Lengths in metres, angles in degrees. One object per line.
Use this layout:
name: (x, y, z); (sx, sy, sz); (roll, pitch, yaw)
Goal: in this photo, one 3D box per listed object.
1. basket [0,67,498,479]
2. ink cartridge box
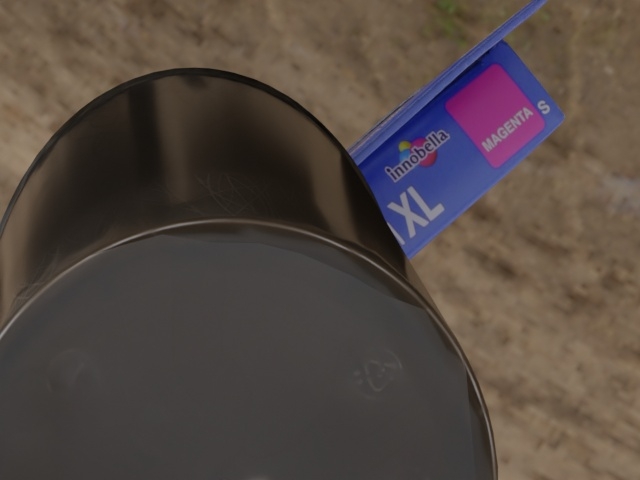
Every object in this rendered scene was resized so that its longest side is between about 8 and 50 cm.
basket: (-0.033, 0.051, 0.498); (0.154, 0.204, 0.227); (0, -175, -6)
ink cartridge box: (0.000, 0.000, 0.856); (0.065, 0.186, 0.311); (50, 152, 0)
